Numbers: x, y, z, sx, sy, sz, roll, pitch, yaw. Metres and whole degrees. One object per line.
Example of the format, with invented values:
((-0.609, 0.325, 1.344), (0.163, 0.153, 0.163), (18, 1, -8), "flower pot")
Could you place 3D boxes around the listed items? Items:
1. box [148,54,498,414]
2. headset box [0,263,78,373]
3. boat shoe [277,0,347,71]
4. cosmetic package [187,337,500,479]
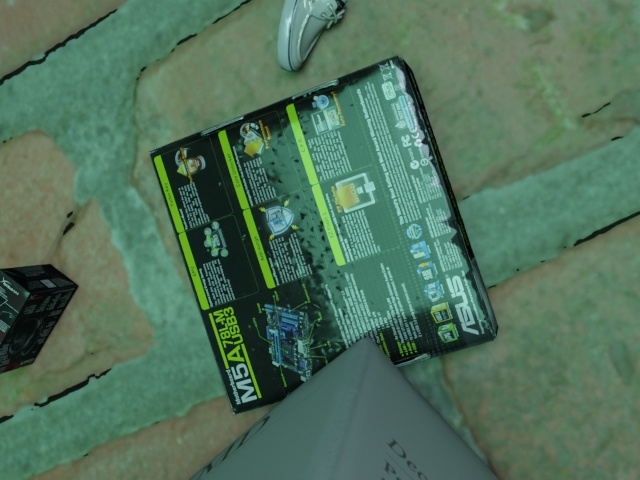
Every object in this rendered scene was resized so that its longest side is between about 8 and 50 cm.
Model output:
((0.000, 0.000, 0.512), (0.184, 0.045, 0.190), (-20, 88, 16), "box")
((-0.223, 0.061, 0.559), (0.032, 0.062, 0.083), (36, 100, 11), "headset box")
((0.000, -0.159, 0.512), (0.035, 0.035, 0.100), (17, 89, 16), "boat shoe")
((-0.008, 0.306, 0.326), (0.329, 0.394, 0.327), (-42, 90, 12), "cosmetic package")
